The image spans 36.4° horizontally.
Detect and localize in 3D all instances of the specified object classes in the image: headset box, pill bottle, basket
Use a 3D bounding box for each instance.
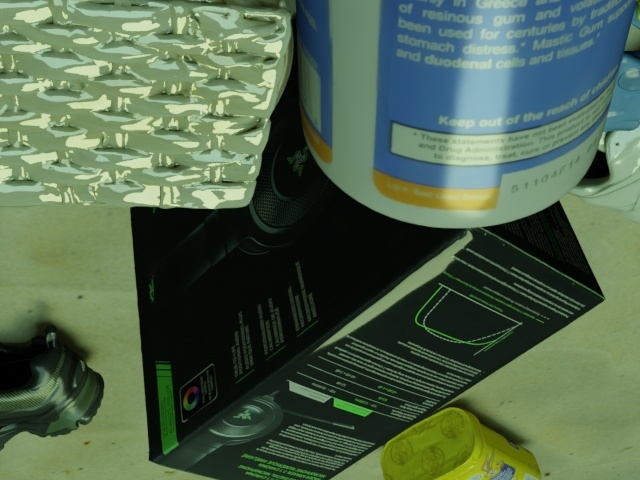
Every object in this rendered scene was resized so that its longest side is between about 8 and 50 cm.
[{"bbox_3d":[0.000,0.000,0.647,0.131,0.246,0.283,25,128,-38],"label":"headset box"},{"bbox_3d":[0.063,-0.147,0.398,0.152,0.152,0.272,-8,139,-7],"label":"pill bottle"},{"bbox_3d":[-0.100,-0.080,0.376,0.167,0.103,0.113,1,137,-16],"label":"basket"}]

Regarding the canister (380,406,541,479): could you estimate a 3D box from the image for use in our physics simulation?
[{"bbox_3d":[0.169,0.268,1.143,0.126,0.073,0.170,-33,138,22],"label":"canister"}]

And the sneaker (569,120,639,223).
[{"bbox_3d":[0.255,-0.099,0.727,0.115,0.090,0.232,6,136,-17],"label":"sneaker"}]

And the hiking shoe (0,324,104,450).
[{"bbox_3d":[-0.314,0.138,0.863,0.226,0.086,0.114,-22,126,2],"label":"hiking shoe"}]

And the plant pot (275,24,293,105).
[{"bbox_3d":[-0.108,-0.145,0.507,0.167,0.165,0.167,-7,140,-6],"label":"plant pot"}]

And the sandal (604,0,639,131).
[{"bbox_3d":[0.140,-0.152,0.595,0.317,0.126,0.138,23,137,-24],"label":"sandal"}]
